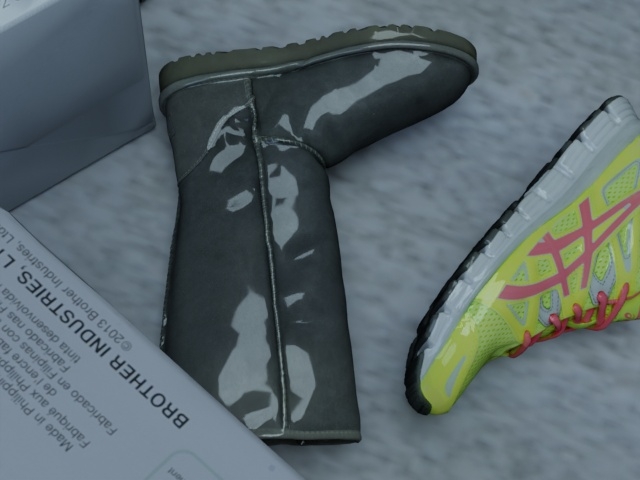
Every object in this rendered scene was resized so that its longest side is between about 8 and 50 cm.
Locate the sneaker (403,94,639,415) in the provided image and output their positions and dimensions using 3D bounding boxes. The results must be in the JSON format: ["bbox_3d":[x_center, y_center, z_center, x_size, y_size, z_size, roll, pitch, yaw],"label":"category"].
[{"bbox_3d":[0.127,0.020,0.714,0.094,0.081,0.208,42,74,5],"label":"sneaker"}]

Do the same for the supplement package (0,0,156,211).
[{"bbox_3d":[-0.230,-0.081,0.647,0.262,0.204,0.145,-32,79,-12],"label":"supplement package"}]

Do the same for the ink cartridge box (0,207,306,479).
[{"bbox_3d":[-0.186,0.208,0.532,0.270,0.151,0.395,40,55,12],"label":"ink cartridge box"}]

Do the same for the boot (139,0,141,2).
[{"bbox_3d":[-0.092,-0.188,0.744,0.045,0.099,0.121,40,74,8],"label":"boot"}]

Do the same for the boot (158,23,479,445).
[{"bbox_3d":[0.001,0.001,0.711,0.189,0.076,0.208,-10,67,7],"label":"boot"}]
